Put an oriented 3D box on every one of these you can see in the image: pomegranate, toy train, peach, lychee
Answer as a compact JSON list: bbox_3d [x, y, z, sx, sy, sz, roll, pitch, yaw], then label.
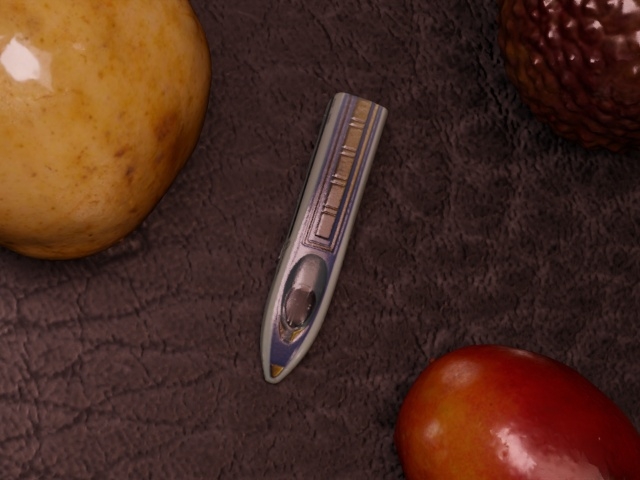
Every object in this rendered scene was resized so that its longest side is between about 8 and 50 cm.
[{"bbox_3d":[-0.209,-0.120,1.363,0.260,0.260,0.260,3,81,-18],"label":"pomegranate"},{"bbox_3d":[0.000,0.000,1.513,0.055,0.048,0.252,19,76,-12],"label":"toy train"},{"bbox_3d":[0.165,0.187,1.499,0.196,0.226,0.190,4,116,-51],"label":"peach"},{"bbox_3d":[0.271,-0.202,1.532,0.260,0.260,0.260,3,81,-18],"label":"lychee"}]
